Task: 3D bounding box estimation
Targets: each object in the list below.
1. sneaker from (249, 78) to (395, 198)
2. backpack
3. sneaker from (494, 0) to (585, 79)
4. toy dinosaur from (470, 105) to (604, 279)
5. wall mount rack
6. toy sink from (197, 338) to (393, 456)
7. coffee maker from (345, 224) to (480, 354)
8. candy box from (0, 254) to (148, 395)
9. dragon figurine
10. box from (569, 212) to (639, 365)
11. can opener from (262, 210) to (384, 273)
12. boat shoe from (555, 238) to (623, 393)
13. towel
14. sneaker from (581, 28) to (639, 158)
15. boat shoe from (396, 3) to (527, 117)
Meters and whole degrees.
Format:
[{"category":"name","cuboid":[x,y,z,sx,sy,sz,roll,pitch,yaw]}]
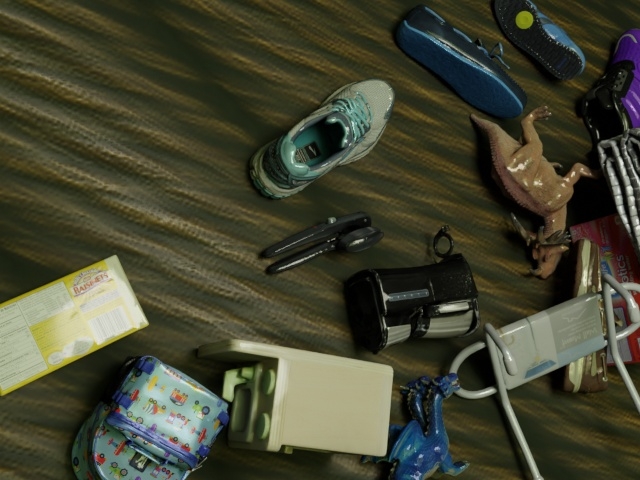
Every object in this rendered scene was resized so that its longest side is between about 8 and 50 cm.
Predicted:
[{"category":"sneaker","cuboid":[0.029,-0.160,1.284,0.283,0.122,0.110,-41,99,-28]},{"category":"backpack","cuboid":[-0.219,0.249,1.072,0.158,0.117,0.173,39,67,-13]},{"category":"sneaker","cuboid":[0.399,-0.377,1.564,0.209,0.069,0.082,43,30,-3]},{"category":"toy dinosaur","cuboid":[0.350,-0.092,1.438,0.295,0.127,0.200,44,70,-5]},{"category":"wall mount rack","cuboid":[0.388,0.222,1.330,0.350,0.130,0.304,-22,122,-3]},{"category":"toy sink","cuboid":[-0.044,0.219,1.146,0.234,0.152,0.131,14,73,-25]},{"category":"coffee maker","cuboid":[0.133,0.077,1.302,0.178,0.120,0.171,-4,56,-29]},{"category":"candy box","cuboid":[-0.334,0.106,1.095,0.205,0.027,0.105,-25,88,-29]},{"category":"dragon figurine","cuboid":[0.122,0.315,1.244,0.289,0.085,0.144,-40,96,-33]},{"category":"box","cuboid":[0.542,0.081,1.483,0.122,0.128,0.257,-5,80,-34]},{"category":"can opener","cuboid":[0.000,0.000,1.273,0.186,0.073,0.059,-15,94,-20]},{"category":"boat shoe","cuboid":[0.456,0.129,1.438,0.095,0.095,0.258,7,89,2]},{"category":"towel","cuboid":[0.599,-0.062,1.404,0.235,0.121,0.284,-17,86,-37]},{"category":"sneaker","cuboid":[0.556,-0.271,1.588,0.146,0.102,0.294,12,73,-23]},{"category":"boat shoe","cuboid":[0.254,-0.310,1.444,0.258,0.109,0.089,37,62,-17]}]
